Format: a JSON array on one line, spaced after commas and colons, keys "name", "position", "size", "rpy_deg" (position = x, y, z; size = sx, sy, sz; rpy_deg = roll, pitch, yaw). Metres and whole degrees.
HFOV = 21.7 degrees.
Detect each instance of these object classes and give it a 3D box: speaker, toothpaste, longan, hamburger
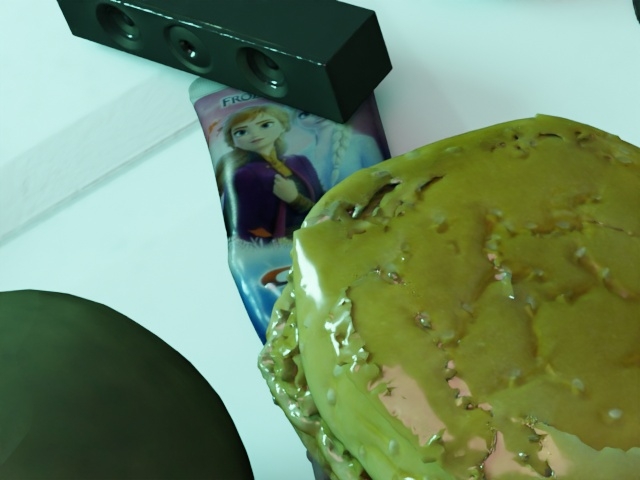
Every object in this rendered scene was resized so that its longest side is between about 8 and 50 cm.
[{"name": "speaker", "position": [-0.053, -0.111, 0.850], "size": [0.191, 0.040, 0.046], "rpy_deg": [21, 57, 35]}, {"name": "toothpaste", "position": [0.000, 0.000, 0.784], "size": [0.096, 0.061, 0.266], "rpy_deg": [-19, 51, 5]}, {"name": "longan", "position": [-0.117, 0.126, 0.664], "size": [0.196, 0.196, 0.220], "rpy_deg": [13, 55, 25]}, {"name": "hamburger", "position": [0.088, 0.050, 0.659], "size": [0.213, 0.108, 0.214], "rpy_deg": [7, 47, -7]}]

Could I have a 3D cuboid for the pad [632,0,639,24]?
[{"name": "pad", "position": [0.201, -0.197, 0.850], "size": [0.116, 0.004, 0.193], "rpy_deg": [-14, 58, 11]}]
